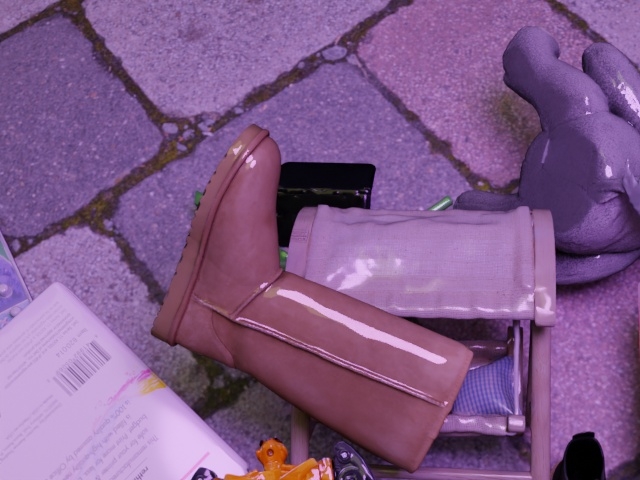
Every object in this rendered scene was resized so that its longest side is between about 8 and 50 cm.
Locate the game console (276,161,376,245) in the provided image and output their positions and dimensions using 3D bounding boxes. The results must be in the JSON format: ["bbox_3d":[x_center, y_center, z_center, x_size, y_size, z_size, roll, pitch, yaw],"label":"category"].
[{"bbox_3d":[0.005,-0.045,1.289,0.122,0.071,0.107,2,91,9],"label":"game console"}]

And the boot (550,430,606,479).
[{"bbox_3d":[0.248,0.291,0.994,0.077,0.137,0.197,-6,61,4],"label":"boot"}]

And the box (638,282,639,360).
[{"bbox_3d":[0.405,0.181,0.989,0.142,0.154,0.299,-21,52,42],"label":"box"}]

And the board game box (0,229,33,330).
[{"bbox_3d":[-0.517,0.163,1.218,0.390,0.050,0.390,-29,61,-8],"label":"board game box"}]

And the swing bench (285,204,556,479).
[{"bbox_3d":[0.101,0.099,1.036,0.253,0.254,0.165,0,17,9],"label":"swing bench"}]

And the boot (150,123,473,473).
[{"bbox_3d":[0.010,0.052,0.920,0.270,0.236,0.089,26,27,4],"label":"boot"}]

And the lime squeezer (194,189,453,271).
[{"bbox_3d":[0.000,0.000,1.237,0.311,0.059,0.109,1,59,9],"label":"lime squeezer"}]

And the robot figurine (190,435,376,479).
[{"bbox_3d":[-0.024,0.324,0.937,0.211,0.085,0.291,-11,70,5],"label":"robot figurine"}]

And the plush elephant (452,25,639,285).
[{"bbox_3d":[0.349,-0.067,1.138,0.330,0.255,0.271,30,109,55],"label":"plush elephant"}]

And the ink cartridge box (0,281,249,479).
[{"bbox_3d":[-0.216,0.240,1.067,0.353,0.119,0.207,43,73,9],"label":"ink cartridge box"}]
